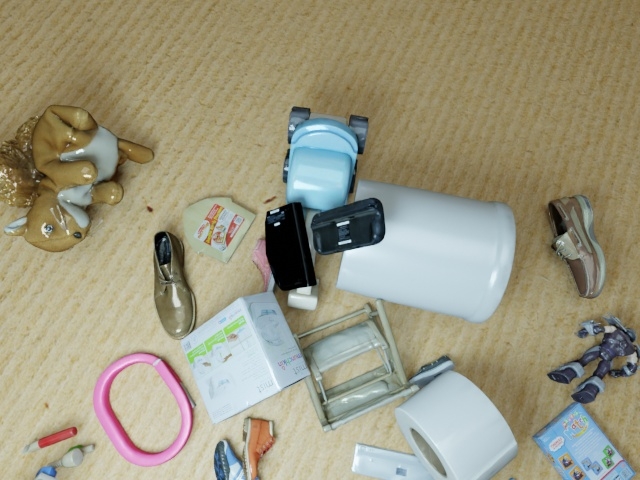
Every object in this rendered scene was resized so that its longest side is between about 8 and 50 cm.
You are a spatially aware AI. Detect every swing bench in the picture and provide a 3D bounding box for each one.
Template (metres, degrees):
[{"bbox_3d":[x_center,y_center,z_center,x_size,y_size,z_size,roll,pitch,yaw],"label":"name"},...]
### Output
[{"bbox_3d":[0.077,0.320,1.137,0.253,0.165,0.254,-20,80,-10],"label":"swing bench"}]

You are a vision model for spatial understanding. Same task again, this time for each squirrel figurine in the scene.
[{"bbox_3d":[-0.741,-0.159,1.220,0.397,0.281,0.370,13,82,15],"label":"squirrel figurine"}]

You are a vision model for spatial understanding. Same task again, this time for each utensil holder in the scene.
[{"bbox_3d":[0.258,0.018,1.160,0.386,0.327,0.327,13,72,3],"label":"utensil holder"}]

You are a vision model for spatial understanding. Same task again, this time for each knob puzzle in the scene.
[{"bbox_3d":[-0.318,-0.044,1.294,0.213,0.030,0.213,1,73,-3],"label":"knob puzzle"}]

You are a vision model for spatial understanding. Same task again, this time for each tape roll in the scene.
[{"bbox_3d":[0.320,0.465,1.053,0.169,0.246,0.246,-30,76,-17],"label":"tape roll"}]

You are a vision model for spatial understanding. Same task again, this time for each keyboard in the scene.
[{"bbox_3d":[0.212,0.592,1.134,0.256,0.014,0.072,12,77,1],"label":"keyboard"}]

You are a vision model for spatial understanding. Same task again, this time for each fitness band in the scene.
[{"bbox_3d":[-0.453,0.431,1.123,0.209,0.054,0.291,-36,77,-13],"label":"fitness band"}]

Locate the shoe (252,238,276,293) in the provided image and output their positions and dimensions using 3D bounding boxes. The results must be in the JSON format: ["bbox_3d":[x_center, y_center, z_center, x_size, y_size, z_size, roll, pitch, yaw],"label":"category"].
[{"bbox_3d":[-0.159,0.078,1.251,0.081,0.063,0.178,9,67,1],"label":"shoe"}]

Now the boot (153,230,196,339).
[{"bbox_3d":[-0.417,0.119,1.194,0.112,0.115,0.305,-12,74,-9],"label":"boot"}]

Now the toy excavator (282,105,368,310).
[{"bbox_3d":[-0.019,-0.092,1.209,0.222,0.433,0.445,10,44,0],"label":"toy excavator"}]

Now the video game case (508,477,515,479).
[{"bbox_3d":[0.471,0.713,1.107,0.166,0.015,0.119,-35,78,-13],"label":"video game case"}]

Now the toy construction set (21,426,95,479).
[{"bbox_3d":[-0.660,0.617,0.983,0.237,0.257,0.308,-20,54,3],"label":"toy construction set"}]

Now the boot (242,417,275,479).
[{"bbox_3d":[-0.153,0.518,1.084,0.085,0.059,0.158,8,38,-12],"label":"boot"}]

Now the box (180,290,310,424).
[{"bbox_3d":[-0.193,0.289,1.073,0.262,0.127,0.231,-37,73,30],"label":"box"}]

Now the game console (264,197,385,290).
[{"bbox_3d":[0.000,0.000,1.044,0.044,0.361,0.213,-6,84,-51],"label":"game console"}]

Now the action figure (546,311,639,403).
[{"bbox_3d":[0.782,0.322,1.214,0.285,0.099,0.185,-32,70,-16],"label":"action figure"}]

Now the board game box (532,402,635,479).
[{"bbox_3d":[0.697,0.570,1.154,0.160,0.039,0.211,-32,77,-13],"label":"board game box"}]

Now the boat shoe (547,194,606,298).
[{"bbox_3d":[0.751,0.017,1.302,0.116,0.123,0.324,-1,66,4],"label":"boat shoe"}]

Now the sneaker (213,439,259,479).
[{"bbox_3d":[-0.203,0.598,1.082,0.081,0.080,0.211,-14,69,-36],"label":"sneaker"}]

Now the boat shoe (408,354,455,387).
[{"bbox_3d":[0.300,0.361,1.198,0.142,0.049,0.040,-23,42,-8],"label":"boat shoe"}]
